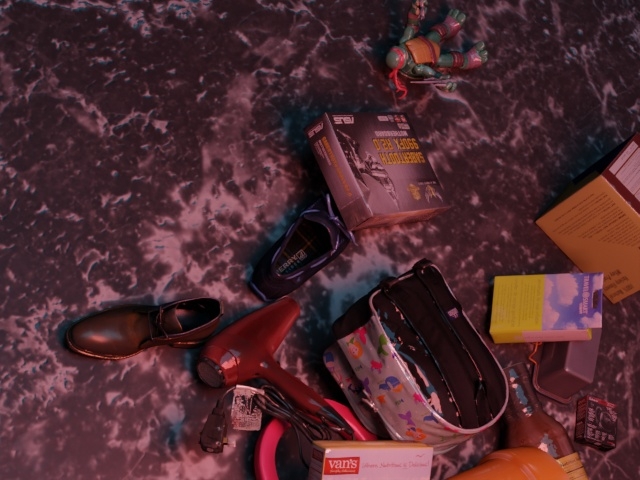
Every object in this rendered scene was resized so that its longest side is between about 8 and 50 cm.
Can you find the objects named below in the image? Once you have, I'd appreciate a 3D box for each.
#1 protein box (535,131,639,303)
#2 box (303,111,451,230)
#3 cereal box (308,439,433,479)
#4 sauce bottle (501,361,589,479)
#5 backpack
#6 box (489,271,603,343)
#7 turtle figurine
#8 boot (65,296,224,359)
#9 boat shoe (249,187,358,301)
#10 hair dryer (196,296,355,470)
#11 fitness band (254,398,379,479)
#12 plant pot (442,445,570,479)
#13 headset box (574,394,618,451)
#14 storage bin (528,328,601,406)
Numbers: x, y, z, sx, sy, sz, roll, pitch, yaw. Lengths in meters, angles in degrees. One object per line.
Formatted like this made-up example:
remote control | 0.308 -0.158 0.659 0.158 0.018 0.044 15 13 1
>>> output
protein box | 0.519 -0.035 2.065 0.201 0.200 0.136 46 57 0
box | 0.093 -0.114 1.938 0.231 0.056 0.183 -7 68 -52
cereal box | 0.059 0.392 1.650 0.173 0.047 0.240 6 93 -28
sauce bottle | 0.348 0.358 1.864 0.111 0.111 0.344 -13 72 -29
backpack | 0.145 0.188 1.780 0.253 0.191 0.225 53 37 11
box | 0.367 0.108 1.956 0.178 0.042 0.109 -3 56 20
turtle figurine | 0.184 -0.331 2.094 0.234 0.118 0.175 -22 93 -47
boot | -0.241 0.112 1.697 0.219 0.106 0.082 -5 70 -27
boat shoe | 0.000 0.000 1.871 0.109 0.089 0.258 39 57 -4
hair dryer | -0.068 0.203 1.738 0.223 0.080 0.293 14 50 -17
fitness band | 0.021 0.368 1.741 0.209 0.054 0.291 -27 82 -35
plant pot | 0.233 0.404 1.722 0.188 0.205 0.205 -2 68 -30
headset box | 0.451 0.295 1.984 0.062 0.032 0.083 20 60 -17
storage bin | 0.398 0.185 1.974 0.098 0.091 0.135 26 58 -13
